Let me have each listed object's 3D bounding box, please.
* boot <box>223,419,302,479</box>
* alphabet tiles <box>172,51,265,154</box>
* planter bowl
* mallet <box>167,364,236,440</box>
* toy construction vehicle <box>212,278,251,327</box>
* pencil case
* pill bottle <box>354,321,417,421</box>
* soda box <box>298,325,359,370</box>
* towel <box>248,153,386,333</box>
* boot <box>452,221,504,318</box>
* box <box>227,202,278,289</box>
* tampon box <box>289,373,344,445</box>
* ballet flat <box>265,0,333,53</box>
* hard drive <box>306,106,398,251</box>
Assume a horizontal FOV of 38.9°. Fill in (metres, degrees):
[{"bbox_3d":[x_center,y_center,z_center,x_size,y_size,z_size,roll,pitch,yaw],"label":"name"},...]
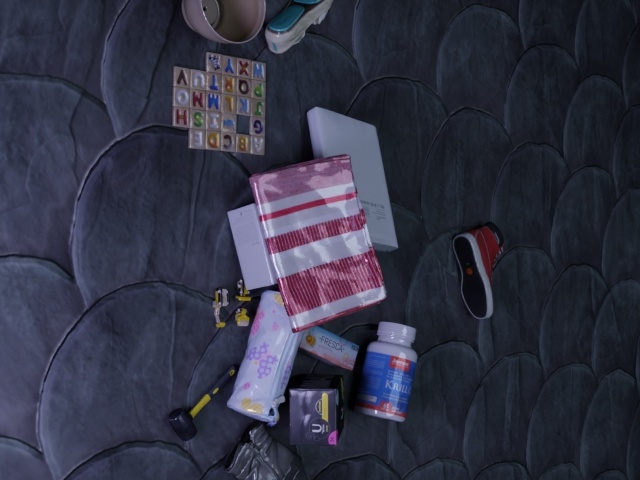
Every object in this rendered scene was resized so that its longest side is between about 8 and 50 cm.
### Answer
[{"bbox_3d":[-0.149,0.509,1.888,0.161,0.083,0.246,44,56,-28],"label":"boot"},{"bbox_3d":[-0.204,-0.282,1.856,0.237,0.009,0.198,1,91,-45],"label":"alphabet tiles"},{"bbox_3d":[-0.204,-0.462,1.782,0.162,0.109,0.162,-2,93,-44],"label":"planter bowl"},{"bbox_3d":[-0.227,0.328,1.829,0.190,0.039,0.062,-38,115,-41],"label":"mallet"},{"bbox_3d":[-0.183,0.130,1.870,0.086,0.035,0.098,2,82,-46],"label":"toy construction vehicle"},{"bbox_3d":[-0.104,0.240,1.883,0.113,0.124,0.273,22,73,-20],"label":"pencil case"},{"bbox_3d":[0.160,0.309,2.141,0.124,0.124,0.221,22,76,-42],"label":"pill bottle"},{"bbox_3d":[0.002,0.235,2.032,0.183,0.058,0.063,31,70,-41],"label":"soda box"},{"bbox_3d":[0.000,0.000,1.859,0.237,0.037,0.329,-17,92,-29],"label":"towel"},{"bbox_3d":[0.454,0.079,2.453,0.176,0.088,0.244,-20,101,-44],"label":"boot"},{"bbox_3d":[-0.100,0.004,1.886,0.130,0.091,0.170,-13,90,-44],"label":"box"},{"bbox_3d":[-0.006,0.360,1.943,0.161,0.101,0.120,-26,116,-82],"label":"tampon box"},{"bbox_3d":[-0.037,-0.492,1.977,0.248,0.086,0.086,-49,122,-30],"label":"ballet flat"},{"bbox_3d":[0.072,-0.134,2.031,0.203,0.040,0.307,11,62,-44],"label":"hard drive"}]
